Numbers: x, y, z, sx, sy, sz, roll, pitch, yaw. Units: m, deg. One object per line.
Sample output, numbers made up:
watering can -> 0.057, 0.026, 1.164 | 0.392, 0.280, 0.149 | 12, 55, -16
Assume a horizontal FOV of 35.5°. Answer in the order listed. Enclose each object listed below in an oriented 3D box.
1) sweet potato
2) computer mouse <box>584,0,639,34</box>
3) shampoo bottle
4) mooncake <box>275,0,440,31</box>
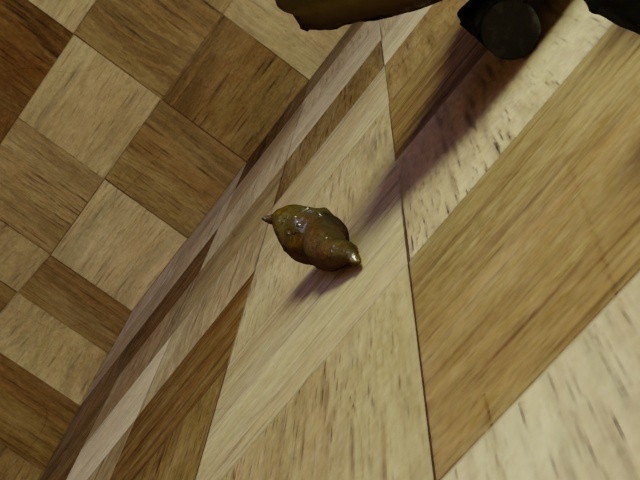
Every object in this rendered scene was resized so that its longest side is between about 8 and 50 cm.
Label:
sweet potato -> 0.005, 0.001, 1.062 | 0.068, 0.068, 0.226 | -54, 28, -5
computer mouse -> 0.233, -0.222, 0.505 | 0.269, 0.137, 0.086 | -50, 1, 15
shampoo bottle -> 0.180, -0.228, 1.014 | 0.063, 0.057, 0.207 | -50, 11, 16
mooncake -> 0.099, -0.374, 1.027 | 0.394, 0.246, 0.393 | -23, 24, -15
